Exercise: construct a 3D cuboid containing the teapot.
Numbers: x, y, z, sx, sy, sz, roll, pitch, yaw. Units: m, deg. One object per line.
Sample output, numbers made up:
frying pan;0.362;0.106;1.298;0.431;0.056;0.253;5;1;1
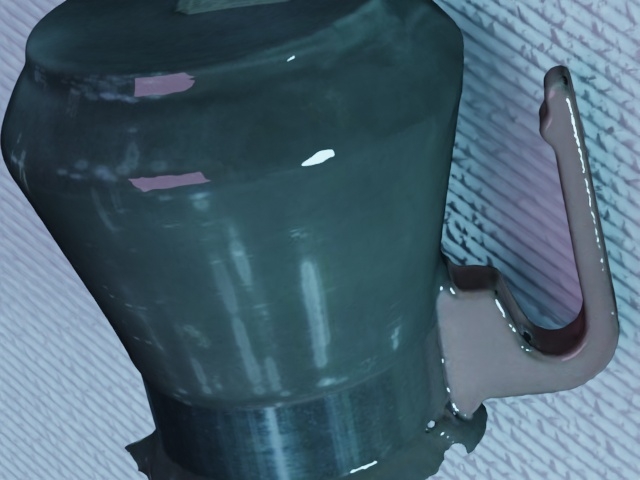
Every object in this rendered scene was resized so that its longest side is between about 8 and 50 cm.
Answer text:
teapot;0.000;0.000;1.252;0.376;0.305;0.362;-7;117;10
